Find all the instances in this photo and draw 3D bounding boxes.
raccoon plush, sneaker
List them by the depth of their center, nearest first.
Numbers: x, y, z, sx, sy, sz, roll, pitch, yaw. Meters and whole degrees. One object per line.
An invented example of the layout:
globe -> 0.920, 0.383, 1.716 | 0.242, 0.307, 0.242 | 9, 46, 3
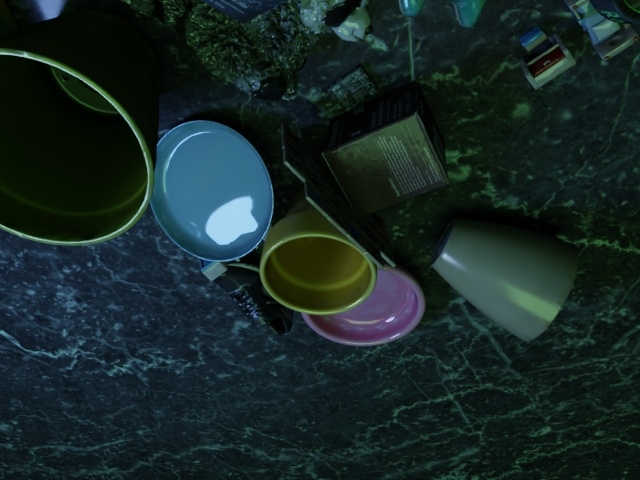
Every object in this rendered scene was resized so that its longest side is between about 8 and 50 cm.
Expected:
raccoon plush -> -0.124, -0.438, 0.982 | 0.446, 0.216, 0.299 | 23, 122, -16
sneaker -> -0.164, 0.158, 1.528 | 0.107, 0.124, 0.283 | -29, 137, 29

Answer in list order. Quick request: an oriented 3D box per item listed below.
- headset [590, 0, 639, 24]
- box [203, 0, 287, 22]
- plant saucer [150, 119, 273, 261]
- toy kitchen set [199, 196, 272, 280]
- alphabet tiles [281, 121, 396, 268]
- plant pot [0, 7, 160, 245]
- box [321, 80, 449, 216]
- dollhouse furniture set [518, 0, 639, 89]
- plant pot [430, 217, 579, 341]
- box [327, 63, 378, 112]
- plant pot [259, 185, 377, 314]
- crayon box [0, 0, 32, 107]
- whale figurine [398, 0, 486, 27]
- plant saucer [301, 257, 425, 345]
headset -> 0.516, -0.516, 0.832 | 0.243, 0.185, 0.394 | -5, 111, -23
box -> -0.095, -0.403, 0.841 | 0.158, 0.156, 0.093 | -19, 90, 20
plant saucer -> -0.241, -0.109, 1.305 | 0.317, 0.043, 0.318 | 6, 109, 20
toy kitchen set -> -0.240, -0.041, 1.421 | 0.207, 0.122, 0.166 | -35, 123, 6
alphabet tiles -> 0.040, -0.094, 1.215 | 0.011, 0.285, 0.342 | -37, 121, 19
plant pot -> -0.444, -0.244, 1.062 | 0.366, 0.353, 0.367 | 1, 132, 1
box -> 0.136, -0.185, 1.192 | 0.203, 0.168, 0.167 | -20, 120, 21
dollhouse furniture set -> 0.431, -0.371, 1.040 | 0.183, 0.129, 0.129 | -34, 122, 29
plant pot -> 0.412, 0.061, 1.383 | 0.274, 0.256, 0.256 | 27, 130, 2
box -> 0.067, -0.309, 1.196 | 0.083, 0.018, 0.067 | -30, 124, 27
plant pot -> 0.000, 0.000, 1.333 | 0.253, 0.239, 0.254 | 2, 132, 2
crayon box -> -0.761, -0.337, 1.171 | 0.362, 0.106, 0.313 | -5, 130, 8
whale figurine -> 0.208, -0.459, 0.949 | 0.272, 0.141, 0.216 | 29, 96, -36
plant saucer -> 0.112, 0.152, 1.569 | 0.332, 0.084, 0.332 | 2, 133, 2
